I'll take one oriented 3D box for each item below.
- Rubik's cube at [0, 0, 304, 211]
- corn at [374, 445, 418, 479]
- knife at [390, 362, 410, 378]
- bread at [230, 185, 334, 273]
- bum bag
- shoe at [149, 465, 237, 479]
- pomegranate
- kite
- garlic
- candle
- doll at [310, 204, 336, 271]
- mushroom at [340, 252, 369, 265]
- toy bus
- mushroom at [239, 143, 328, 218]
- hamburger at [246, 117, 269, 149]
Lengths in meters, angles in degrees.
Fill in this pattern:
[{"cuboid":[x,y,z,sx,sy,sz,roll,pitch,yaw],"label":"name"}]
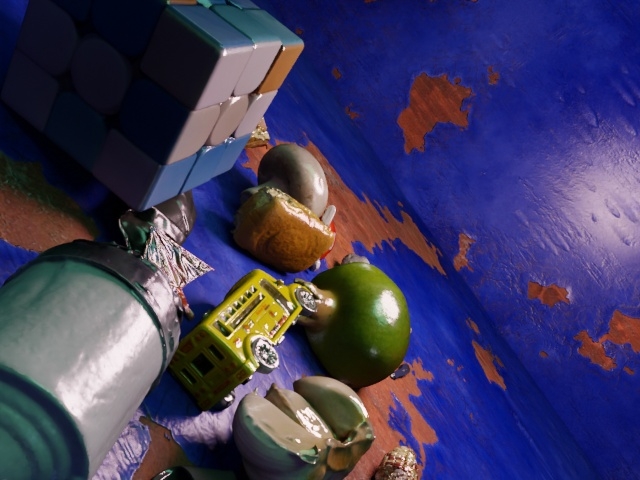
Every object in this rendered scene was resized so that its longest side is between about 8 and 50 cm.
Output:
[{"cuboid":[-0.299,-0.318,1.060,0.347,0.347,0.344,37,30,4],"label":"Rubik's cube"},{"cuboid":[0.144,0.504,1.124,0.098,0.098,0.290,51,20,-4],"label":"corn"},{"cuboid":[0.225,0.371,1.615,0.121,0.018,0.031,4,59,-62],"label":"knife"},{"cuboid":[-0.090,-0.022,1.385,0.245,0.174,0.121,36,29,-39],"label":"bread"},{"cuboid":[-0.308,-0.054,1.115,0.142,0.080,0.326,56,19,-23],"label":"bum bag"},{"cuboid":[-0.132,0.366,0.791,0.241,0.093,0.108,35,28,-41],"label":"shoe"},{"cuboid":[0.078,0.169,1.364,0.359,0.216,0.309,32,31,-40],"label":"pomegranate"},{"cuboid":[-0.265,0.058,1.036,0.232,0.009,0.189,-38,111,-61],"label":"kite"},{"cuboid":[-0.038,0.326,0.950,0.203,0.184,0.281,33,27,33],"label":"garlic"},{"cuboid":[-0.303,0.150,0.618,0.221,0.221,0.342,48,24,-12],"label":"candle"},{"cuboid":[0.000,0.000,1.578,0.085,0.183,0.217,17,-11,-5],"label":"doll"},{"cuboid":[0.119,0.123,1.651,0.096,0.099,0.278,3,24,-16],"label":"mushroom"},{"cuboid":[-0.134,0.160,1.047,0.152,0.144,0.330,47,24,-2],"label":"toy bus"},{"cuboid":[-0.108,-0.128,1.499,0.243,0.244,0.243,43,23,-23],"label":"mushroom"},{"cuboid":[-0.238,-0.330,1.602,0.282,0.246,0.155,-7,-84,67],"label":"hamburger"}]
